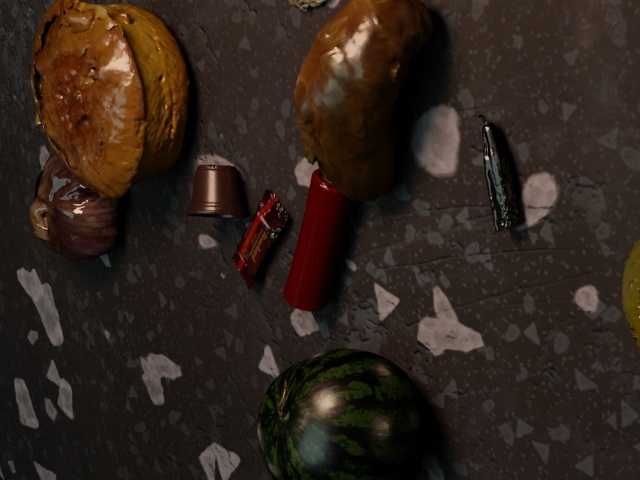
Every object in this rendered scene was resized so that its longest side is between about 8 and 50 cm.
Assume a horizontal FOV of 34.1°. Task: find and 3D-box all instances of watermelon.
[{"bbox_3d":[0.031,0.294,1.593,0.269,0.269,0.269,18,115,44],"label":"watermelon"}]

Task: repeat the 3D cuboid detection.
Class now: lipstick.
[{"bbox_3d":[0.000,0.000,1.653,0.080,0.080,0.241,38,129,34],"label":"lipstick"}]

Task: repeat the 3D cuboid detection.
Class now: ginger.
[{"bbox_3d":[0.047,-0.204,1.476,0.165,0.172,0.321,-93,14,-55],"label":"ginger"}]

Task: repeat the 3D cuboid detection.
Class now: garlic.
[{"bbox_3d":[-0.514,-0.073,2.137,0.245,0.160,0.245,9,101,52],"label":"garlic"}]

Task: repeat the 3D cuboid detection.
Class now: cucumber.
[{"bbox_3d":[0.236,-0.093,1.396,0.039,0.043,0.163,-87,-12,-86],"label":"cucumber"}]

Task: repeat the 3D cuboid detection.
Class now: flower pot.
[{"bbox_3d":[-0.179,-0.086,1.818,0.111,0.111,0.089,-1,86,48],"label":"flower pot"}]

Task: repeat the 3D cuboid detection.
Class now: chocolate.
[{"bbox_3d":[-0.105,0.000,1.809,0.086,0.028,0.182,53,135,32],"label":"chocolate"}]

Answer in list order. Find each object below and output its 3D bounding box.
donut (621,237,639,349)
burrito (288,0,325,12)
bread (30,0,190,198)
[{"bbox_3d":[0.451,0.072,1.159,0.272,0.107,0.272,19,116,46],"label":"donut"},{"bbox_3d":[0.022,-0.399,1.519,0.229,0.058,0.063,-22,81,47],"label":"burrito"},{"bbox_3d":[-0.381,-0.270,1.898,0.336,0.204,0.358,26,125,37],"label":"bread"}]
